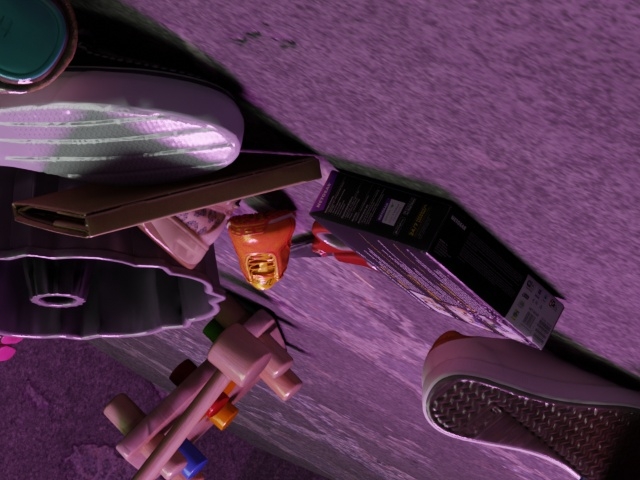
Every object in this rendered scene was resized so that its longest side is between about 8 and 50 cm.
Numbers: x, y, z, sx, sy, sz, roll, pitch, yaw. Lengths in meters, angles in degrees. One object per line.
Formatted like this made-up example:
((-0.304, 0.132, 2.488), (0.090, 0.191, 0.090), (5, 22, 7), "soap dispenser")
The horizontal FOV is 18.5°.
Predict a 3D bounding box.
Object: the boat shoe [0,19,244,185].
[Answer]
((-0.216, -0.123, 1.515), (0.335, 0.119, 0.121), (5, 150, 14), "boat shoe")

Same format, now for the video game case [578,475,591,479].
((0.309, 0.261, 1.717), (0.166, 0.015, 0.119), (24, 167, 27), "video game case")

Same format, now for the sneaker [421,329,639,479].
((0.231, 0.146, 1.785), (0.290, 0.106, 0.123), (22, -154, -9), "sneaker")

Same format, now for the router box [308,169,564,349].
((0.093, 0.016, 1.559), (0.133, 0.046, 0.179), (19, 166, 44), "router box")

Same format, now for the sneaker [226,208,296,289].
((-0.049, 0.008, 1.800), (0.064, 0.067, 0.175), (-6, 172, 3), "sneaker")

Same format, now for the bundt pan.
((-0.259, 0.003, 1.949), (0.331, 0.124, 0.331), (-1, 163, 0), "bundt pan")

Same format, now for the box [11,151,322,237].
((-0.124, -0.039, 1.562), (0.201, 0.021, 0.164), (-15, -169, -26), "box")

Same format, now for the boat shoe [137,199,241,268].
((-0.162, -0.077, 1.708), (0.104, 0.089, 0.285), (41, 175, 33), "boat shoe")

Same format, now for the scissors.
((0.000, 0.000, 1.814), (0.109, 0.021, 0.297), (31, 171, -28), "scissors")

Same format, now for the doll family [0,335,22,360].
((-0.342, 0.005, 2.272), (0.118, 0.263, 0.163), (-8, -129, -50), "doll family")

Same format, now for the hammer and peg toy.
((-0.157, 0.192, 2.481), (0.127, 0.266, 0.361), (45, 174, 12), "hammer and peg toy")

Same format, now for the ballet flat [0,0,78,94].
((-0.328, -0.216, 1.374), (0.348, 0.123, 0.123), (31, 169, -17), "ballet flat")
